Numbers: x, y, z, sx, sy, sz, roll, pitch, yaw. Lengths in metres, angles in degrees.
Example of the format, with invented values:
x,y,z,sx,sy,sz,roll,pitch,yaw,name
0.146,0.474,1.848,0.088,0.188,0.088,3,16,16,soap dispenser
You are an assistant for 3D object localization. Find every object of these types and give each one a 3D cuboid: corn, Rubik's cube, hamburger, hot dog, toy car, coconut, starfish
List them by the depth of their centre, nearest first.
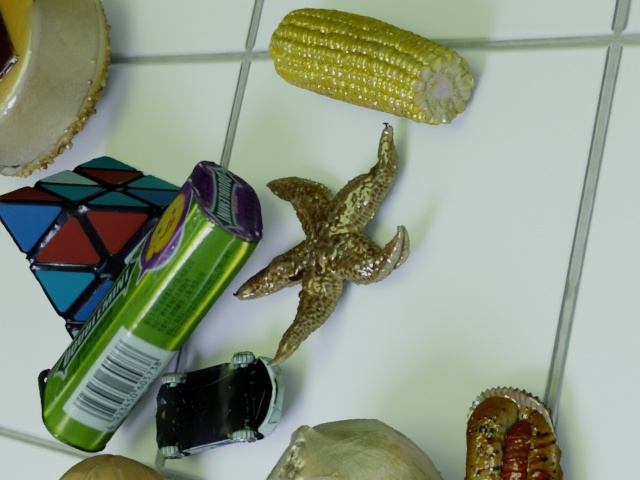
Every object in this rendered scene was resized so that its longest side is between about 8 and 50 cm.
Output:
x,y,z,sx,sy,sz,roll,pitch,yaw,name
0.171,0.223,1.212,0.099,0.053,0.192,-18,63,41,hot dog
0.027,0.249,1.242,0.194,0.194,0.194,-15,67,39,coconut
0.048,-0.186,1.428,0.244,0.093,0.093,21,92,42,corn
0.000,0.000,1.434,0.235,0.062,0.277,23,90,46,starfish
-0.109,0.180,1.477,0.205,0.056,0.095,-18,65,39,toy car
-0.215,-0.025,1.577,0.234,0.250,0.284,-7,66,21,Rubik's cube
-0.398,-0.230,1.796,0.302,0.170,0.302,-12,70,35,hamburger

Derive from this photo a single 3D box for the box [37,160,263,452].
x,y,z,sx,sy,sz,roll,pitch,yaw,name
-0.196,0.078,1.529,0.345,0.097,0.134,-52,25,25,box

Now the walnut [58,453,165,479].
x,y,z,sx,sy,sz,roll,pitch,yaw,name
-0.227,0.331,1.471,0.165,0.165,0.197,-11,70,40,walnut
